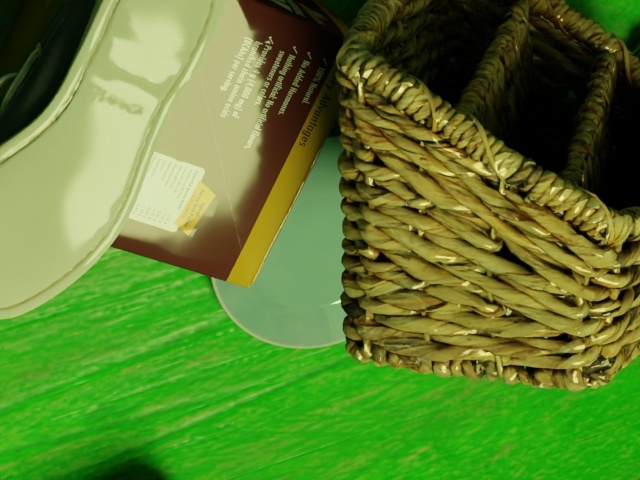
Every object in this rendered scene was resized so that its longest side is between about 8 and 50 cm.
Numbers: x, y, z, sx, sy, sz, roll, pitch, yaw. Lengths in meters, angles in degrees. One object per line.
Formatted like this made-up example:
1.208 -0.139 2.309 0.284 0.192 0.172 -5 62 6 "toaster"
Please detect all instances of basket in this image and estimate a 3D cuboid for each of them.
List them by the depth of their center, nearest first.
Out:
0.146 -0.068 0.916 0.213 0.299 0.223 6 116 17 "basket"

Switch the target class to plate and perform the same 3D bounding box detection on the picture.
0.000 0.000 1.089 0.188 0.024 0.188 -9 118 -18 "plate"

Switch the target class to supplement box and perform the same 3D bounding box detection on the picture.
-0.107 -0.100 0.931 0.194 0.129 0.191 18 108 -28 "supplement box"

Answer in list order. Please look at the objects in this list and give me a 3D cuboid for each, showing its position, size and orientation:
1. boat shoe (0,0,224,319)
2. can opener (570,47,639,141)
-0.146 -0.072 0.807 0.095 0.079 0.254 22 104 -26 "boat shoe"
0.255 -0.123 1.107 0.186 0.073 0.059 -38 132 12 "can opener"
